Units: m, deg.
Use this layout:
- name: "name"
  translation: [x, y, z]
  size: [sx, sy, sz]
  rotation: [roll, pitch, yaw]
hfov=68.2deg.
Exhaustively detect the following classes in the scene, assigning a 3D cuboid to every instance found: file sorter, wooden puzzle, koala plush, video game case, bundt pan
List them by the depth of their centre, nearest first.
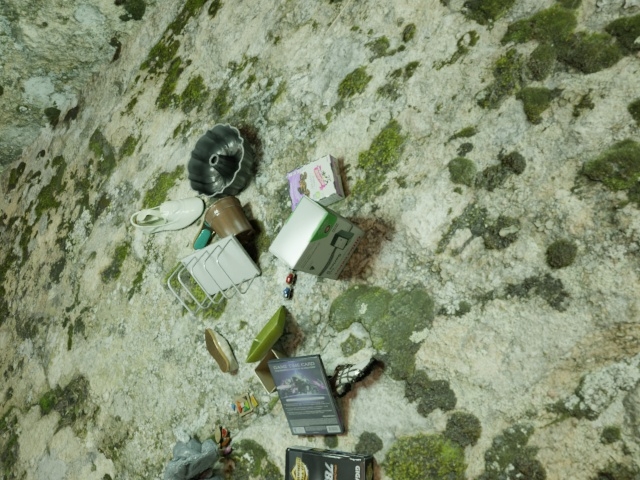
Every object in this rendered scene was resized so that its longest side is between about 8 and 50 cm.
- name: "video game case"
  translation: [-0.048, 0.508, 1.541]
  size: [0.195, 0.026, 0.275]
  rotation: [-13, 99, 26]
- name: "koala plush"
  translation: [-0.484, 0.804, 1.737]
  size: [0.221, 0.203, 0.197]
  rotation: [-149, 54, -61]
- name: "wooden puzzle"
  translation: [-0.286, 0.609, 1.757]
  size: [0.116, 0.014, 0.079]
  rotation: [-40, 60, 19]
- name: "file sorter"
  translation: [-0.415, 0.140, 1.815]
  size: [0.277, 0.193, 0.173]
  rotation: [-23, 22, 26]
- name: "bundt pan"
  translation: [-0.413, -0.325, 2.016]
  size: [0.330, 0.124, 0.331]
  rotation: [-9, 73, 32]

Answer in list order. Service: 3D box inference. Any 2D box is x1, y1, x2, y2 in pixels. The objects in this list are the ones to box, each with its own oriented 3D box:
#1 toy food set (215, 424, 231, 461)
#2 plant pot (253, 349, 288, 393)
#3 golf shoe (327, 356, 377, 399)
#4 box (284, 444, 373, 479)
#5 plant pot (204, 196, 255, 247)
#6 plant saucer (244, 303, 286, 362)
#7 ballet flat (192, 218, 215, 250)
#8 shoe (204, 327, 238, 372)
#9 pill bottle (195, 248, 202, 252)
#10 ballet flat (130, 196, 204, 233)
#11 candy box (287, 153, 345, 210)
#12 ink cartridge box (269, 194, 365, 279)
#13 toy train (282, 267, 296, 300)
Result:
- name: "toy food set"
  translation: [-0.361, 0.756, 1.762]
  size: [0.077, 0.019, 0.122]
  rotation: [-6, 75, 32]
- name: "plant pot"
  translation: [-0.148, 0.460, 1.657]
  size: [0.109, 0.096, 0.109]
  rotation: [-50, 57, 11]
- name: "golf shoe"
  translation: [0.092, 0.424, 1.525]
  size: [0.198, 0.077, 0.094]
  rotation: [-43, 59, 15]
- name: "box"
  translation: [0.022, 0.814, 1.473]
  size: [0.293, 0.073, 0.296]
  rotation: [-7, 75, 32]
- name: "plant pot"
  translation: [-0.354, -0.061, 1.898]
  size: [0.167, 0.167, 0.165]
  rotation: [-44, 67, 15]
- name: "plant saucer"
  translation: [-0.185, 0.341, 1.690]
  size: [0.045, 0.188, 0.188]
  rotation: [37, 101, -6]
- name: "ballet flat"
  translation: [-0.480, -0.062, 2.024]
  size: [0.232, 0.080, 0.073]
  rotation: [-52, 27, 8]
- name: "shoe"
  translation: [-0.392, 0.429, 1.853]
  size: [0.219, 0.058, 0.077]
  rotation: [49, 125, 36]
- name: "pill bottle"
  translation: [-0.499, 0.102, 1.993]
  size: [0.067, 0.067, 0.120]
  rotation: [-9, 73, 31]
- name: "ballet flat"
  translation: [-0.711, -0.115, 2.149]
  size: [0.399, 0.139, 0.139]
  rotation: [-13, 71, 29]
- name: "candy box"
  translation: [-0.019, -0.206, 1.763]
  size: [0.196, 0.070, 0.165]
  rotation: [-20, 67, 28]
- name: "ink cartridge box"
  translation: [0.000, 0.000, 1.568]
  size: [0.121, 0.289, 0.211]
  rotation: [36, 98, 31]
- name: "toy train"
  translation: [-0.111, 0.146, 1.751]
  size: [0.027, 0.036, 0.159]
  rotation: [9, 83, 34]
